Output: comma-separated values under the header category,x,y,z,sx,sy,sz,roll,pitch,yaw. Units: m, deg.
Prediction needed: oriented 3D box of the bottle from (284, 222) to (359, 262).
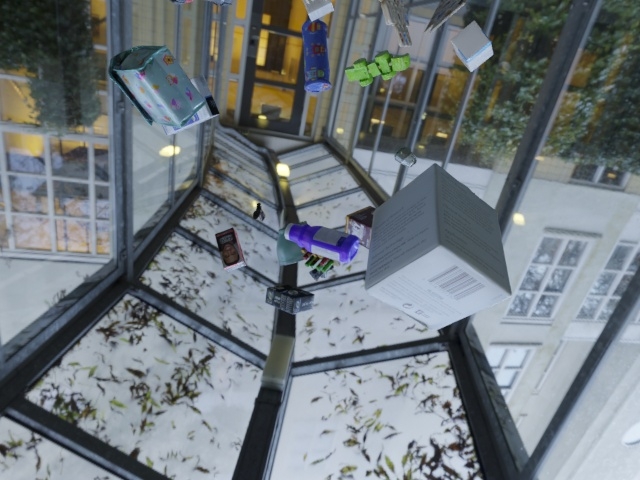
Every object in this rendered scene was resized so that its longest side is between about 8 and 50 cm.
category,x,y,z,sx,sy,sz,roll,pitch,yaw
bottle,0.000,0.000,1.578,0.283,0.092,0.118,16,-145,22

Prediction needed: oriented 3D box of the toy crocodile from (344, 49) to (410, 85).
category,x,y,z,sx,sy,sz,roll,pitch,yaw
toy crocodile,0.258,-0.812,1.949,0.341,0.115,0.105,4,-133,45

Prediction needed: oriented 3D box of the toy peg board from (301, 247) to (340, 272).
category,x,y,z,sx,sy,sz,roll,pitch,yaw
toy peg board,-0.020,0.056,1.772,0.161,0.160,0.079,15,-128,44

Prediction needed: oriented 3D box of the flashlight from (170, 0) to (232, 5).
category,x,y,z,sx,sy,sz,roll,pitch,yaw
flashlight,-0.489,-1.004,1.690,0.103,0.103,0.304,56,-142,-2

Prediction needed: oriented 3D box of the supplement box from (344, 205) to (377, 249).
category,x,y,z,sx,sy,sz,roll,pitch,yaw
supplement box,0.263,-0.068,2.189,0.191,0.129,0.194,-24,-140,-37

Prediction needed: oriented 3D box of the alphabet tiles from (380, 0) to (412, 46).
category,x,y,z,sx,sy,sz,roll,pitch,yaw
alphabet tiles,0.239,-0.780,1.378,0.021,0.278,0.284,-14,-163,29

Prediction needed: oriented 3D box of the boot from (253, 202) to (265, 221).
category,x,y,z,sx,sy,sz,roll,pitch,yaw
boot,-0.321,-0.127,2.202,0.037,0.114,0.106,8,-120,9

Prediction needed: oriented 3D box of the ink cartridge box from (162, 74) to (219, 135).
category,x,y,z,sx,sy,sz,roll,pitch,yaw
ink cartridge box,-0.581,-0.567,1.779,0.333,0.165,0.065,-5,-156,38

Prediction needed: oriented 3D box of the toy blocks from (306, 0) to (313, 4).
category,x,y,z,sx,sy,sz,roll,pitch,yaw
toy blocks,0.037,-0.703,1.155,0.148,0.054,0.123,-4,-145,14

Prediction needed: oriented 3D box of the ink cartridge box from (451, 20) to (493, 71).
category,x,y,z,sx,sy,sz,roll,pitch,yaw
ink cartridge box,0.508,-0.639,1.388,0.092,0.090,0.143,59,-157,12

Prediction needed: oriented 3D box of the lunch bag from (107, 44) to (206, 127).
category,x,y,z,sx,sy,sz,roll,pitch,yaw
lunch bag,-0.537,-0.488,1.329,0.262,0.223,0.160,17,-117,36

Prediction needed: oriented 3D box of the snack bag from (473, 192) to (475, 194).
category,x,y,z,sx,sy,sz,roll,pitch,yaw
snack bag,0.599,0.033,1.708,0.037,0.323,0.342,2,-123,1

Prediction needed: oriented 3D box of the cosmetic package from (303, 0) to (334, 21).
category,x,y,z,sx,sy,sz,roll,pitch,yaw
cosmetic package,-0.036,-0.973,1.587,0.099,0.239,0.060,-20,175,11

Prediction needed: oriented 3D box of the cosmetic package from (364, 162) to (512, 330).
category,x,y,z,sx,sy,sz,roll,pitch,yaw
cosmetic package,0.390,0.028,1.425,0.329,0.327,0.393,32,-136,-19

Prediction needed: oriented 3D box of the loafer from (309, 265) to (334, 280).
category,x,y,z,sx,sy,sz,roll,pitch,yaw
loafer,0.015,0.154,2.018,0.062,0.061,0.170,-30,-177,-36

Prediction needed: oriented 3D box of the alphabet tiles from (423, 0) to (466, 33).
category,x,y,z,sx,sy,sz,roll,pitch,yaw
alphabet tiles,0.525,-0.935,1.572,0.011,0.342,0.285,36,153,-18

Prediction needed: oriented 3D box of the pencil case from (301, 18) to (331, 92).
category,x,y,z,sx,sy,sz,roll,pitch,yaw
pencil case,-0.019,-0.809,1.839,0.119,0.306,0.133,-2,176,-10

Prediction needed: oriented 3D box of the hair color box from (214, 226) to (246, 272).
category,x,y,z,sx,sy,sz,roll,pitch,yaw
hair color box,-0.314,0.032,1.452,0.072,0.043,0.141,-21,-115,-1

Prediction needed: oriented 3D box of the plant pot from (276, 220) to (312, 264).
category,x,y,z,sx,sy,sz,roll,pitch,yaw
plant pot,-0.134,0.002,2.421,0.293,0.196,0.293,-19,-173,3

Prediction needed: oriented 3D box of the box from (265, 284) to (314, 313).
category,x,y,z,sx,sy,sz,roll,pitch,yaw
box,-0.144,0.273,1.957,0.180,0.077,0.147,14,-169,37

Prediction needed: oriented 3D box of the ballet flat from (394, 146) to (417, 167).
category,x,y,z,sx,sy,sz,roll,pitch,yaw
ballet flat,0.352,-0.330,1.671,0.068,0.072,0.213,48,-160,10
